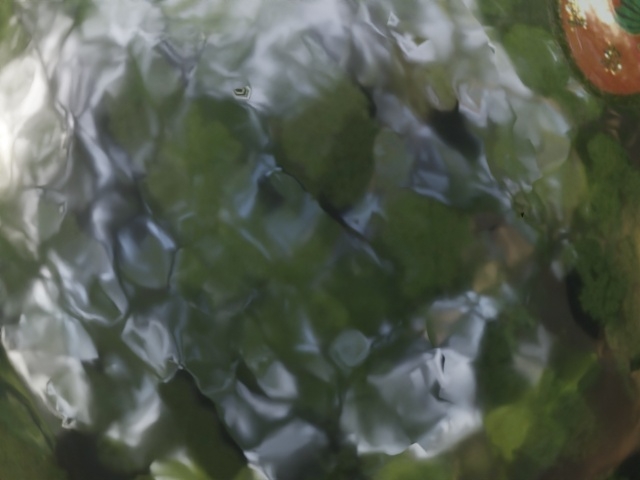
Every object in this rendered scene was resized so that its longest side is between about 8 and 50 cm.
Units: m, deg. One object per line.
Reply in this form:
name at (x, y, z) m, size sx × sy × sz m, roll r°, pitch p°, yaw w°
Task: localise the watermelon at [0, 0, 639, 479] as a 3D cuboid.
watermelon at (0.000, 0.000, 0.403) m, size 0.212 × 0.212 × 0.212 m, roll -5°, pitch 68°, yaw 12°
